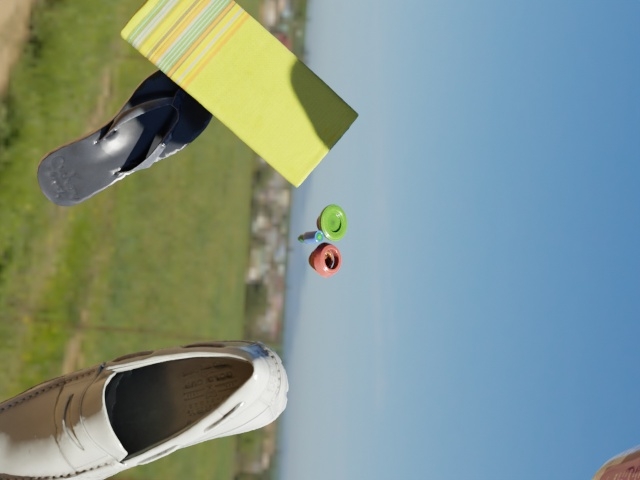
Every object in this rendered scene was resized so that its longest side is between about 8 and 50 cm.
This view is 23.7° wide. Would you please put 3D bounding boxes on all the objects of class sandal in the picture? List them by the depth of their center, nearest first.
[{"bbox_3d":[-0.227,-0.123,1.859,0.097,0.254,0.054,53,-2,-18],"label":"sandal"}]

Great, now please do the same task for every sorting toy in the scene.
[{"bbox_3d":[0.000,0.000,2.119,0.042,0.061,0.102,-4,-105,45],"label":"sorting toy"}]

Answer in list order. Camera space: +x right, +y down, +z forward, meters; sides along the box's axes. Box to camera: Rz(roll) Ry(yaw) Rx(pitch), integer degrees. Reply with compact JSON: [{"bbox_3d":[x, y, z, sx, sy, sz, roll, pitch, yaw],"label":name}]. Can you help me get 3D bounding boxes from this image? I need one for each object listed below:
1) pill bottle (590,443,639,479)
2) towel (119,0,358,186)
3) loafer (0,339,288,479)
[{"bbox_3d":[0.367,0.241,1.360,0.301,0.169,0.169,135,-39,-65],"label":"pill bottle"},{"bbox_3d":[-0.081,-0.166,1.527,0.102,0.237,0.021,-49,-177,-9],"label":"towel"},{"bbox_3d":[-0.188,0.154,1.370,0.111,0.319,0.112,53,19,-72],"label":"loafer"}]
